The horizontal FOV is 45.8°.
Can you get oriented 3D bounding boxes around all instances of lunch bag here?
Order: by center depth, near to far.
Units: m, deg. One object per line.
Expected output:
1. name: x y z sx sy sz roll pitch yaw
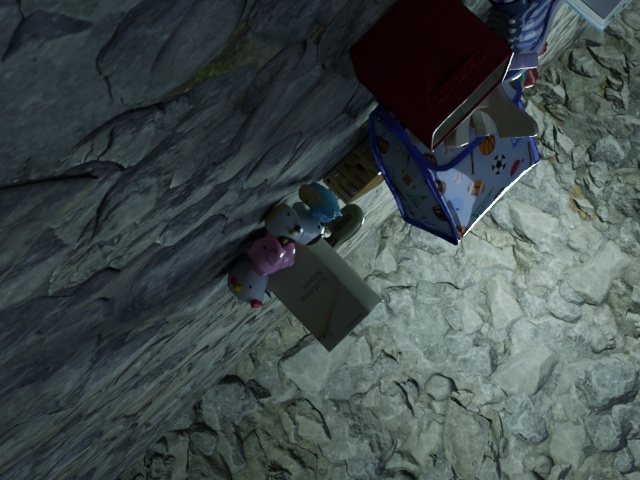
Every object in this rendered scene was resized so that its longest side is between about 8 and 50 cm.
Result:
1. lunch bag: 0.299 -0.240 1.729 0.328 0.239 0.385 -43 128 -17

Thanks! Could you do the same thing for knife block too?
1. knife block: 0.126 -0.183 1.941 0.275 0.088 0.242 -44 172 -12

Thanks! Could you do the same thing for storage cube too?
1. storage cube: 0.184 -0.291 1.278 0.183 0.193 0.215 -45 173 4

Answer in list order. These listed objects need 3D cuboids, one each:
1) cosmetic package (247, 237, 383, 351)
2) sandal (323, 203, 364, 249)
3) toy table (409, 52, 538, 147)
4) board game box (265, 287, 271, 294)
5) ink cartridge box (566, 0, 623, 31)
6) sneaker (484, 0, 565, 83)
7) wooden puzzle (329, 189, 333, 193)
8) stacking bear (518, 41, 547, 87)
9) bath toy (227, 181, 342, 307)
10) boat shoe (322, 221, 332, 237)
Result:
1. cosmetic package: -0.018 0.100 1.852 0.160 0.309 0.113 -49 171 25
2. sandal: 0.000 -0.002 2.262 0.303 0.120 0.086 -48 145 9
3. toy table: 0.287 -0.275 1.479 0.274 0.161 0.252 4 -164 41
4. board game box: -0.102 0.102 2.460 0.201 0.035 0.136 -44 173 -8
5. ink cartridge box: 0.764 -0.717 2.050 0.198 0.197 0.270 -48 171 20
6. sneaker: 0.354 -0.453 1.470 0.236 0.130 0.323 -7 140 -39
7. wooden puzzle: 0.031 -0.133 2.021 0.083 0.006 0.049 -39 170 -39
8. stacking bear: 0.454 -0.418 2.000 0.289 0.164 0.175 -50 158 -30
9. bath toy: -0.097 0.023 1.711 0.151 0.129 0.348 21 125 -34
10. boat shoe: -0.020 -0.026 2.160 0.060 0.064 0.178 -10 -164 30
